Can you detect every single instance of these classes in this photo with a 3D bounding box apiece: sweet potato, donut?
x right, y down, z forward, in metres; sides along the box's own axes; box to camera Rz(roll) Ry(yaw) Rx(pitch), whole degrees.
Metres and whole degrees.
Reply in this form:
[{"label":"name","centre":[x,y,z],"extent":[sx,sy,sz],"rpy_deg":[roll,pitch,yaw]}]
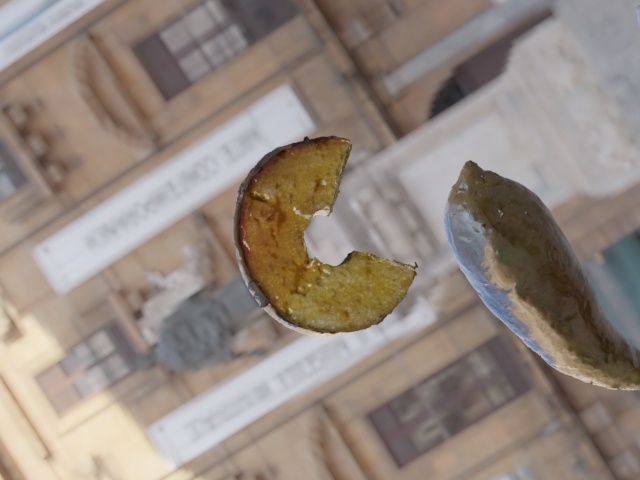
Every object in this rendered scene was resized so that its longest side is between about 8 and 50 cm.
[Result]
[{"label":"sweet potato","centre":[0.275,0.066,2.136],"extent":[0.422,0.130,0.130],"rpy_deg":[46,-166,-27]},{"label":"donut","centre":[-0.009,0.006,1.595],"extent":[0.181,0.146,0.078],"rpy_deg":[62,165,8]}]

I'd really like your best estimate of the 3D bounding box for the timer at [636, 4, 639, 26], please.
[{"label":"timer","centre":[0.372,-0.006,1.451],"extent":[0.395,0.173,0.395],"rpy_deg":[-20,-90,-82]}]
